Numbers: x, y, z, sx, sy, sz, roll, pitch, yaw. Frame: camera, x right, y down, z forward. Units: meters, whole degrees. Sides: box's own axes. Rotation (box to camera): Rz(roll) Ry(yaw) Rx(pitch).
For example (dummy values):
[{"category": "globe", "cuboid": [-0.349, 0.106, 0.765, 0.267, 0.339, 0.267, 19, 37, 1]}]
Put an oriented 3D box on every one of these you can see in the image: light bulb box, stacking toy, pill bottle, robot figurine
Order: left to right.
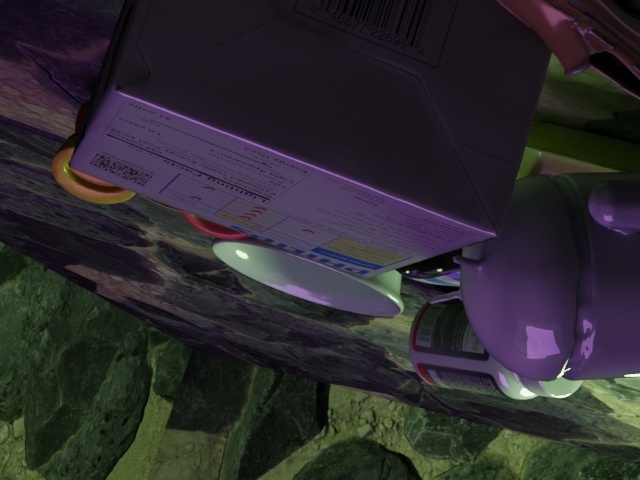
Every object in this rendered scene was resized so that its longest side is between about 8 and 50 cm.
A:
[{"category": "stacking toy", "cuboid": [-0.180, -0.149, 1.966, 0.309, 0.130, 0.279, 18, 142, -12]}, {"category": "light bulb box", "cuboid": [-0.023, -0.138, 1.386, 0.358, 0.225, 0.361, 21, 168, -13]}, {"category": "pill bottle", "cuboid": [0.298, 0.179, 2.438, 0.161, 0.161, 0.283, 29, 164, -38]}, {"category": "robot figurine", "cuboid": [0.288, 0.034, 1.414, 0.354, 0.199, 0.300, -1, 146, -8]}]

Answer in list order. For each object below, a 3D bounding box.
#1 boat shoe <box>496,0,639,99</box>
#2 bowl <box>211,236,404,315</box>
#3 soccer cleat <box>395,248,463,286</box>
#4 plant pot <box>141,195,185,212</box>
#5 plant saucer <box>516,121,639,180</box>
[{"category": "boat shoe", "cuboid": [0.220, -0.173, 1.235, 0.190, 0.072, 0.068, 23, 167, -16]}, {"category": "bowl", "cuboid": [0.000, 0.000, 2.160, 0.298, 0.134, 0.298, 18, 168, 4]}, {"category": "soccer cleat", "cuboid": [0.252, 0.017, 1.984, 0.331, 0.116, 0.143, 10, -173, 27]}, {"category": "plant pot", "cuboid": [-0.160, -0.117, 1.870, 0.236, 0.032, 0.236, 6, 142, 5]}, {"category": "plant saucer", "cuboid": [0.304, -0.073, 1.608, 0.188, 0.045, 0.188, 15, 167, 14]}]
